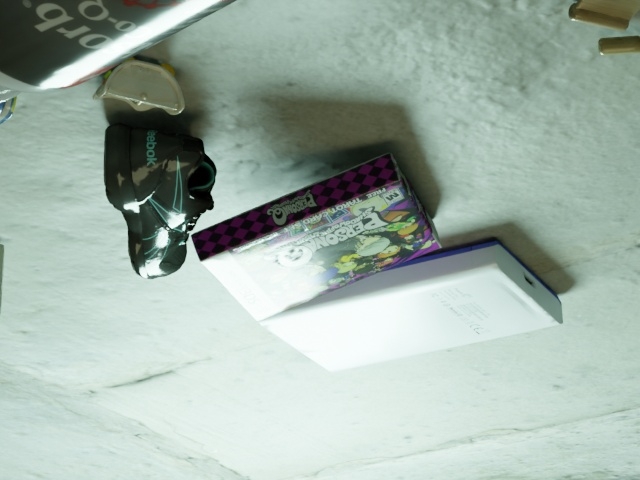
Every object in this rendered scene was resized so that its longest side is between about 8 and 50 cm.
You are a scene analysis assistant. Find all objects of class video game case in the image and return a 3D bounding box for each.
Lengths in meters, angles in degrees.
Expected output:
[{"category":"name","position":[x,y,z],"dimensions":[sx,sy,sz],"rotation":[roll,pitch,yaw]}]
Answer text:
[{"category":"video game case","position":[0.000,0.000,2.108],"dimensions":[0.232,0.042,0.210],"rotation":[-22,156,7]}]

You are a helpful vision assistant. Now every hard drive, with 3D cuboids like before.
[{"category":"hard drive","position":[0.109,0.085,2.375],"dimensions":[0.319,0.040,0.210],"rotation":[-14,152,25]}]

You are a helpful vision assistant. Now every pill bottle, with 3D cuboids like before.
[{"category":"pill bottle","position":[-0.185,-0.234,1.471],"dimensions":[0.363,0.210,0.210],"rotation":[-23,148,39]}]

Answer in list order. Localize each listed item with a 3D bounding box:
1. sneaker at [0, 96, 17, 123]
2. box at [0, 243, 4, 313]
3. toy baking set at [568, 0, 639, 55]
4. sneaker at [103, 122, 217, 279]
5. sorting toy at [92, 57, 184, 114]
[{"category":"sneaker","position":[-0.352,-0.124,1.894],"dimensions":[0.059,0.053,0.144],"rotation":[17,141,-35]},{"category":"box","position":[-0.504,0.039,2.187],"dimensions":[0.275,0.094,0.113],"rotation":[12,152,-25]},{"category":"toy baking set","position":[0.354,-0.219,1.739],"dimensions":[0.256,0.030,0.197],"rotation":[-1,155,0]},{"category":"sneaker","position":[-0.158,-0.034,2.038],"dimensions":[0.106,0.101,0.267],"rotation":[-5,155,3]},{"category":"sorting toy","position":[-0.183,-0.144,1.873],"dimensions":[0.083,0.045,0.075],"rotation":[12,159,-27]}]
